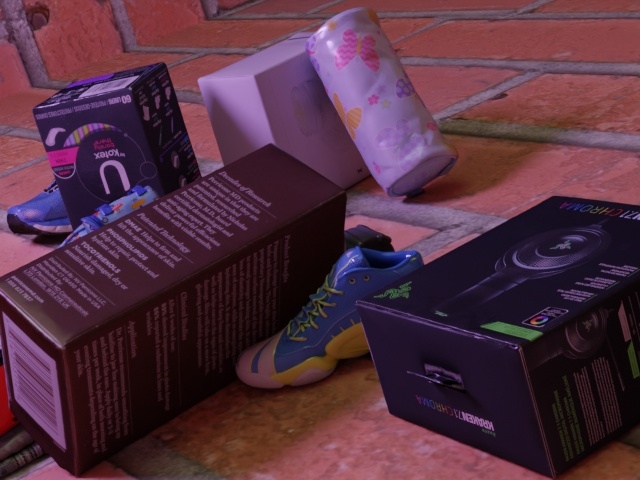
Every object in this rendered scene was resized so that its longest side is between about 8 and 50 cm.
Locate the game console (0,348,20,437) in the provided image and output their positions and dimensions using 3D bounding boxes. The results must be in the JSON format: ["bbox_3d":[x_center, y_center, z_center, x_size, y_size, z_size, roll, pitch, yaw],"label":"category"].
[{"bbox_3d":[-0.367,0.180,1.519,0.144,0.085,0.124,-35,-2,-41],"label":"game console"}]

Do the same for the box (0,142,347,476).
[{"bbox_3d":[-0.152,0.064,1.473,0.381,0.191,0.143,-27,48,-33],"label":"box"}]

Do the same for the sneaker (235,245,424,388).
[{"bbox_3d":[0.014,0.072,1.461,0.240,0.126,0.091,-17,18,-2],"label":"sneaker"}]

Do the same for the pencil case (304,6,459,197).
[{"bbox_3d":[0.087,-0.198,1.938,0.124,0.273,0.113,-26,-14,-17],"label":"pencil case"}]

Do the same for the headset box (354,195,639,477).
[{"bbox_3d":[0.207,0.080,1.267,0.283,0.131,0.246,-27,20,-26],"label":"headset box"}]

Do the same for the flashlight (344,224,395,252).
[{"bbox_3d":[0.000,0.000,1.720,0.103,0.103,0.304,-28,20,-19],"label":"flashlight"}]

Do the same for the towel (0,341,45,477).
[{"bbox_3d":[-0.388,0.189,1.578,0.324,0.056,0.312,-27,21,-31],"label":"towel"}]

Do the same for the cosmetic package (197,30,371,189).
[{"bbox_3d":[-0.036,-0.179,2.070,0.225,0.224,0.138,-31,23,-37],"label":"cosmetic package"}]

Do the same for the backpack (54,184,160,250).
[{"bbox_3d":[-0.243,0.038,1.612,0.173,0.158,0.117,-29,-14,-27],"label":"backpack"}]

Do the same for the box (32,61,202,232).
[{"bbox_3d":[-0.278,-0.099,1.971,0.165,0.270,0.143,-10,20,19],"label":"box"}]

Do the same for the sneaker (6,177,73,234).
[{"bbox_3d":[-0.405,-0.110,2.311,0.130,0.147,0.330,0,25,41],"label":"sneaker"}]
